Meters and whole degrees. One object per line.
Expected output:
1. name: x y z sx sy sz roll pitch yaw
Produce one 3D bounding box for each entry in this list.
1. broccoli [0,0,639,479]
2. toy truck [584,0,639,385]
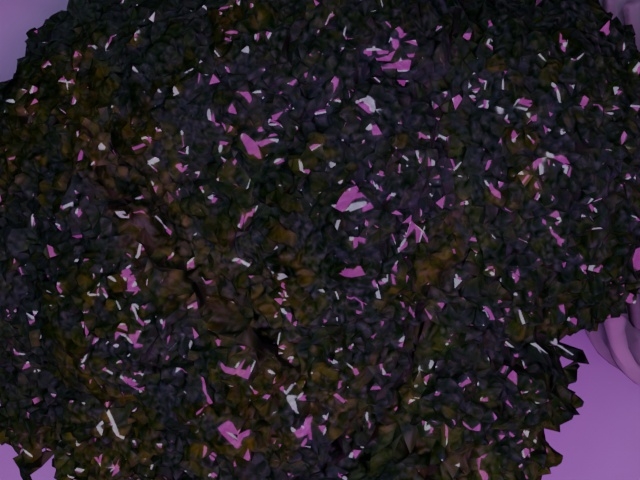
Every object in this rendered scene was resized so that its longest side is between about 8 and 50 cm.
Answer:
1. broccoli: 0.000 0.000 0.472 0.195 0.195 0.156 -42 132 1
2. toy truck: 0.268 -0.044 0.497 0.387 0.207 0.173 -12 110 -10
